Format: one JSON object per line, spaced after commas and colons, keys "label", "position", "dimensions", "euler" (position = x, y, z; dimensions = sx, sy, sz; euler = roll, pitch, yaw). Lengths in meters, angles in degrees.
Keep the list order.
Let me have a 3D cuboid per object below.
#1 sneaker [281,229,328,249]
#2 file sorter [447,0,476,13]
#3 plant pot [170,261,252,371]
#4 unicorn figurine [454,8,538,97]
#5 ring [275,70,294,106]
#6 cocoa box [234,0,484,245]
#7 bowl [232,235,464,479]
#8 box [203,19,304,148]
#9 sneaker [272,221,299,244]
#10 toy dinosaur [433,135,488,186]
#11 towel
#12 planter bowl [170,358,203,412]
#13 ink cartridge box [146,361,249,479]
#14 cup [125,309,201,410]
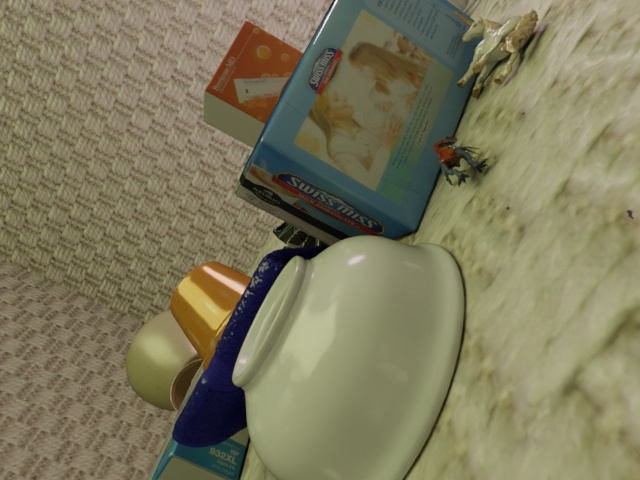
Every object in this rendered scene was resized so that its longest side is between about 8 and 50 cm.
{"label": "sneaker", "position": [0.000, 0.000, 0.956], "dimensions": [0.279, 0.107, 0.118], "euler": [-59, -9, -1]}
{"label": "file sorter", "position": [0.212, -0.584, 0.851], "dimensions": [0.173, 0.277, 0.193], "euler": [-46, 18, 53]}
{"label": "plant pot", "position": [-0.161, 0.141, 0.812], "dimensions": [0.205, 0.188, 0.205], "euler": [-44, -25, -27]}
{"label": "unicorn figurine", "position": [0.216, -0.244, 0.569], "dimensions": [0.111, 0.060, 0.162], "euler": [-62, 26, -1]}
{"label": "ring", "position": [0.060, -0.306, 0.950], "dimensions": [0.337, 0.336, 0.032], "euler": [-65, -31, -16]}
{"label": "cocoa box", "position": [0.057, -0.190, 0.682], "dimensions": [0.347, 0.231, 0.228], "euler": [-65, 13, -17]}
{"label": "bowl", "position": [0.000, 0.108, 0.465], "dimensions": [0.298, 0.134, 0.298], "euler": [-60, 9, 16]}
{"label": "box", "position": [-0.085, -0.329, 1.111], "dimensions": [0.215, 0.345, 0.168], "euler": [-66, 10, -15]}
{"label": "sneaker", "position": [-0.047, -0.090, 1.348], "dimensions": [0.267, 0.106, 0.101], "euler": [-57, 10, 22]}
{"label": "toy dinosaur", "position": [0.144, -0.097, 0.489], "dimensions": [0.047, 0.090, 0.082], "euler": [-44, 46, 12]}
{"label": "towel", "position": [-0.068, 0.154, 0.664], "dimensions": [0.308, 0.076, 0.227], "euler": [-62, -22, 16]}
{"label": "planter bowl", "position": [-0.317, 0.425, 1.244], "dimensions": [0.109, 0.162, 0.162], "euler": [83, -156, -55]}
{"label": "ink cartridge box", "position": [-0.228, 0.378, 0.915], "dimensions": [0.223, 0.129, 0.307], "euler": [-57, 11, 28]}
{"label": "cup", "position": [-0.409, 0.396, 1.410], "dimensions": [0.237, 0.331, 0.331], "euler": [6, 66, 54]}
